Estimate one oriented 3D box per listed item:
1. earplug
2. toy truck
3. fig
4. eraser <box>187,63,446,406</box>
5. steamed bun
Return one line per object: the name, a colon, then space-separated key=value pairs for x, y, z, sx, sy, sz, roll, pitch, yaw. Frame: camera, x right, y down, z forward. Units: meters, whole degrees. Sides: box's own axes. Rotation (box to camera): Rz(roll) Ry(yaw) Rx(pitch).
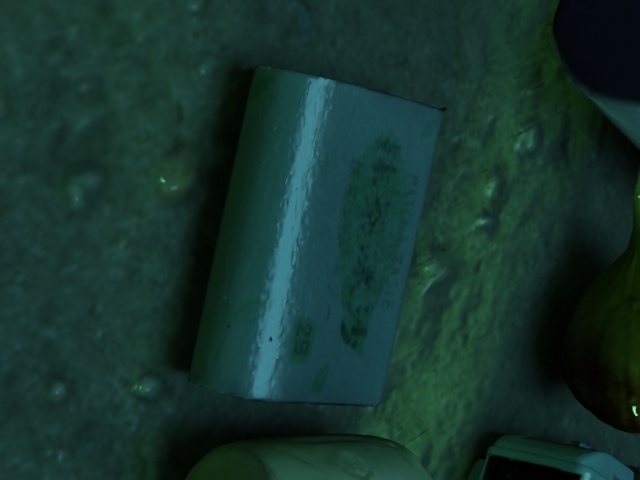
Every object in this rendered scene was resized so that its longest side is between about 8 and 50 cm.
earplug: x=0.403 y=-0.100 z=1.321 sx=0.456 sy=0.215 sz=0.215 roll=40 pitch=72 yaw=-45
toy truck: x=0.249 y=0.273 z=1.302 sx=0.305 sy=0.136 sz=0.162 roll=35 pitch=68 yaw=-45
fig: x=0.302 y=0.056 z=1.264 sx=0.160 sy=0.143 sz=0.230 roll=-26 pitch=142 yaw=-60
eraser: x=0.000 y=0.000 z=1.036 sx=0.174 sy=0.081 sz=0.226 roll=10 pitch=92 yaw=-45
steamed bun: x=0.002 y=0.243 z=1.032 sx=0.226 sy=0.200 sz=0.170 roll=4 pitch=136 yaw=-46
